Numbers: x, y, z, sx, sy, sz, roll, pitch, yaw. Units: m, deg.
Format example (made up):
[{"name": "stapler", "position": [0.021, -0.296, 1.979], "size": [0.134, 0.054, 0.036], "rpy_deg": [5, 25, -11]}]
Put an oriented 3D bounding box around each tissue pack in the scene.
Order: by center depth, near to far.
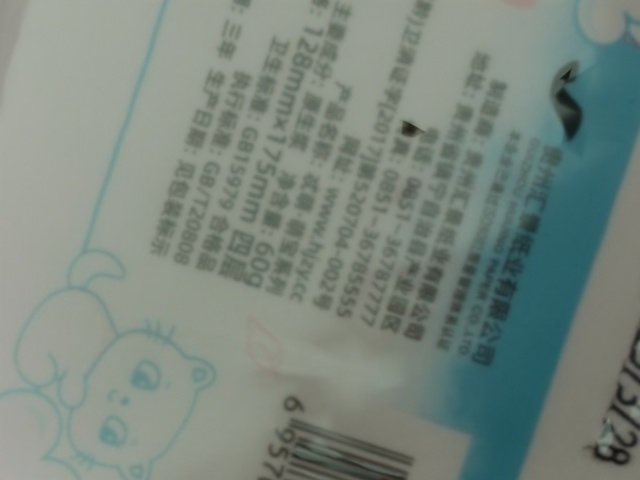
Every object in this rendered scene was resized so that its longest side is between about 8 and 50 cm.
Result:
[{"name": "tissue pack", "position": [0.002, 0.001, 0.447], "size": [0.201, 0.124, 0.271], "rpy_deg": [18, 93, -1]}]
